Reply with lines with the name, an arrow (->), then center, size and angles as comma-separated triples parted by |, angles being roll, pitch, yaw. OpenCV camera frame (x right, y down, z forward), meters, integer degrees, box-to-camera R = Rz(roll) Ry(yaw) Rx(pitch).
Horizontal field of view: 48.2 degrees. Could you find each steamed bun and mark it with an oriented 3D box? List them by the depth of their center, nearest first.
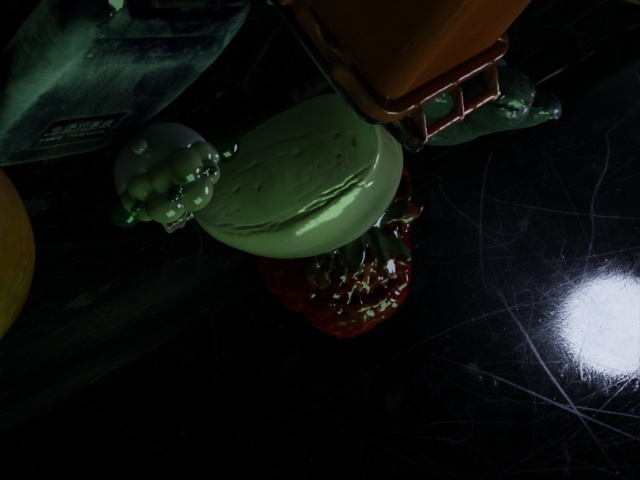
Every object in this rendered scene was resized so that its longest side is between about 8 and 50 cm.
steamed bun -> -0.018, -0.064, 0.870 | 0.250, 0.155, 0.200 | -31, 171, 13

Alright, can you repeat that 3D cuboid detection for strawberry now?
strawberry -> 0.000, 0.000, 1.153 | 0.267, 0.312, 0.351 | -5, -179, -24

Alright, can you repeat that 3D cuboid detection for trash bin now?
trash bin -> 0.089, -0.190, 0.445 | 0.161, 0.185, 0.238 | -33, 178, -31

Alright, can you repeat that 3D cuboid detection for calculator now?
calculator -> -0.164, -0.126, 0.543 | 0.268, 0.040, 0.177 | -29, 175, 42

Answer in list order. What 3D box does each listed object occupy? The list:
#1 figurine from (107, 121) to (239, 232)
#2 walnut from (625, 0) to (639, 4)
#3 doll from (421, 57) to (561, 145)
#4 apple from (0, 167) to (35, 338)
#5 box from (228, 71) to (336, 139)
figurine -> -0.145, -0.064, 0.703 | 0.147, 0.094, 0.197 | -34, -176, 0
walnut -> 0.303, -0.277, 0.485 | 0.277, 0.252, 0.313 | -23, 168, 9
doll -> 0.160, -0.195, 0.839 | 0.245, 0.158, 0.340 | 10, -175, 7
apple -> -0.292, 0.005, 0.409 | 0.210, 0.173, 0.235 | -28, 165, 14
box -> -0.039, -0.157, 0.879 | 0.156, 0.022, 0.089 | -31, 171, 6
